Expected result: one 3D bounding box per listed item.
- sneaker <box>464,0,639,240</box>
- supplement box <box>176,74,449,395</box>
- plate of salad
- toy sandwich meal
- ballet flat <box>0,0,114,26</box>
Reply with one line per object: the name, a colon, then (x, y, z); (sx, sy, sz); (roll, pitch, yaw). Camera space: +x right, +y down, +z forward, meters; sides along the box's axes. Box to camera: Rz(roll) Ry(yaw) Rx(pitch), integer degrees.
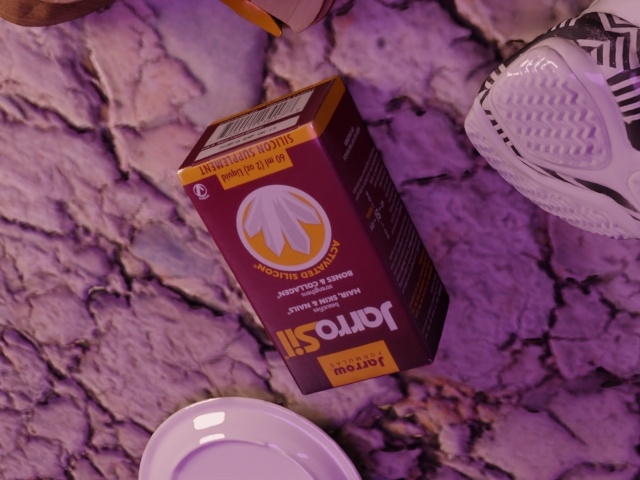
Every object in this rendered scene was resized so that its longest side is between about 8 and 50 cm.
sneaker: (0.236, -0.127, 0.621); (0.137, 0.210, 0.366); (45, 155, -12)
supplement box: (0.000, 0.000, 0.787); (0.104, 0.081, 0.188); (-18, 114, 24)
plate of salad: (-0.051, 0.211, 0.948); (0.200, 0.048, 0.200); (6, 111, 15)
toy sandwich meal: (-0.030, -0.164, 0.729); (0.085, 0.029, 0.085); (7, 121, 12)
ballet flat: (-0.099, -0.209, 0.666); (0.342, 0.124, 0.116); (-21, 112, 26)
